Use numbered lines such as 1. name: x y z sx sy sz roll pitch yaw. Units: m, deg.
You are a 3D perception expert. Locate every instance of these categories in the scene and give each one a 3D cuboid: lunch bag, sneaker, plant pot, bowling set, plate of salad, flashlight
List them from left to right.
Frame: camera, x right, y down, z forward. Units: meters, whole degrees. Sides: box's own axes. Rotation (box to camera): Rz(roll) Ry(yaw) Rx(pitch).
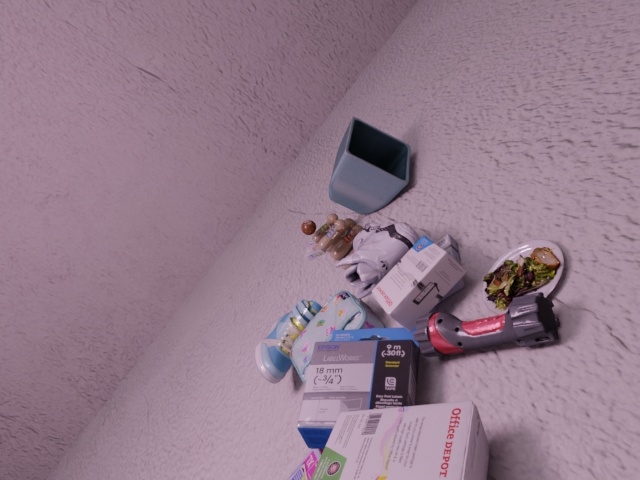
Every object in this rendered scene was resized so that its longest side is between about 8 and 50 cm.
1. sneaker: -0.083 0.292 1.689 0.208 0.127 0.319 -41 13 22
2. bowling set: 0.050 -0.034 1.905 0.154 0.200 0.287 -49 26 2
3. lunch bag: 0.044 0.281 1.529 0.279 0.108 0.224 -50 22 4
4. plant pot: 0.154 -0.244 1.971 0.252 0.247 0.248 -55 15 41
5. sneaker: 0.132 0.053 1.567 0.210 0.137 0.366 -36 8 -17
6. flashlight: 0.337 0.176 1.133 0.304 0.103 0.103 -28 29 47
7. plate of salad: 0.432 0.073 1.178 0.200 0.048 0.200 -41 25 24

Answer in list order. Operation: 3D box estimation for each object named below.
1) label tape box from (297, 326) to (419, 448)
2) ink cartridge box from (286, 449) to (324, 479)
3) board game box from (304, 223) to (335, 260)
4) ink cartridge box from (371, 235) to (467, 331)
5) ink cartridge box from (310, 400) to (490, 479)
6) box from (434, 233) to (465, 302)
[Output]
1. label tape box: 0.099 0.307 1.253 0.240 0.106 0.334 -5 42 18
2. ink cartridge box: -0.064 0.649 1.237 0.311 0.065 0.186 -53 21 0
3. board game box: 0.000 0.000 2.161 0.103 0.026 0.154 -28 32 46
4. ink cartridge box: 0.239 0.104 1.340 0.203 0.086 0.148 -48 20 5
5. ink cartridge box: 0.145 0.404 0.960 0.278 0.117 0.201 -15 19 27
6. box: 0.302 0.086 1.424 0.145 0.038 0.186 -40 24 29
